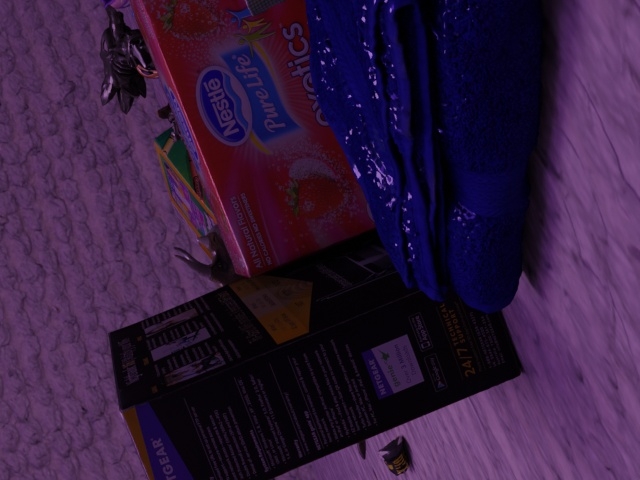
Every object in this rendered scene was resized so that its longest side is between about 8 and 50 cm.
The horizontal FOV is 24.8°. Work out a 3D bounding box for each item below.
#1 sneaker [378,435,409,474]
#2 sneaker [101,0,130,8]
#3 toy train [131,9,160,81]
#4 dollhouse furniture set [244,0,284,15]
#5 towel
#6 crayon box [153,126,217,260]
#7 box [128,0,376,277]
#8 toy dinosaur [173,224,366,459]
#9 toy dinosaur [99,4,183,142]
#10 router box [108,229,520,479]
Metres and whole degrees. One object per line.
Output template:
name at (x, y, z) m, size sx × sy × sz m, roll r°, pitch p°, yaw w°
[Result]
sneaker at (0.086, 0.239, 1.608) m, size 0.035 × 0.031 × 0.083 m, roll 53°, pitch 174°, yaw 12°
sneaker at (-0.334, -0.460, 2.320) m, size 0.095 × 0.105 × 0.236 m, roll -117°, pitch 10°, yaw -46°
toy train at (-0.200, -0.282, 1.969) m, size 0.105 × 0.080 × 0.184 m, roll 154°, pitch 94°, yaw -77°
dollhouse furniture set at (-0.038, -0.220, 0.925) m, size 0.058 × 0.076 × 0.151 m, roll 76°, pitch 170°, yaw -52°
towel at (0.031, -0.113, 0.728) m, size 0.308 × 0.076 × 0.227 m, roll 81°, pitch 165°, yaw -61°
crayon box at (-0.146, -0.051, 2.084) m, size 0.165 × 0.081 × 0.278 m, roll 50°, pitch 168°, yaw 17°
box at (-0.049, -0.110, 1.134) m, size 0.122 × 0.128 × 0.256 m, roll -174°, pitch 63°, yaw -82°
toy dinosaur at (-0.034, 0.124, 1.604) m, size 0.121 × 0.160 × 0.313 m, roll 83°, pitch 165°, yaw -65°
toy dinosaur at (-0.131, -0.212, 1.562) m, size 0.218 × 0.164 × 0.321 m, roll 16°, pitch 111°, yaw 63°
router box at (-0.022, 0.079, 1.038) m, size 0.309 × 0.243 × 0.081 m, roll -147°, pitch 36°, yaw -79°
